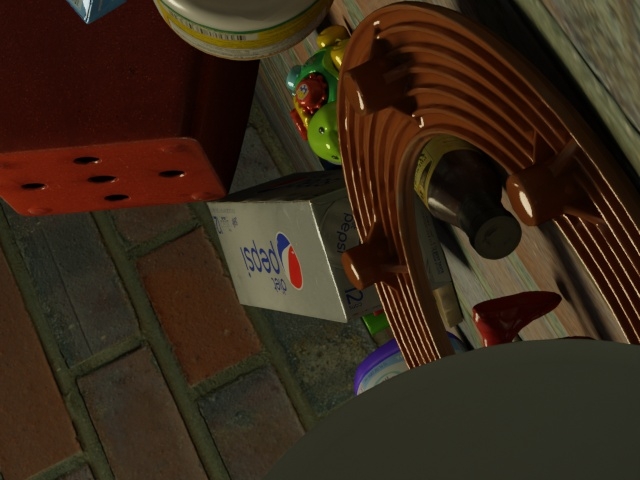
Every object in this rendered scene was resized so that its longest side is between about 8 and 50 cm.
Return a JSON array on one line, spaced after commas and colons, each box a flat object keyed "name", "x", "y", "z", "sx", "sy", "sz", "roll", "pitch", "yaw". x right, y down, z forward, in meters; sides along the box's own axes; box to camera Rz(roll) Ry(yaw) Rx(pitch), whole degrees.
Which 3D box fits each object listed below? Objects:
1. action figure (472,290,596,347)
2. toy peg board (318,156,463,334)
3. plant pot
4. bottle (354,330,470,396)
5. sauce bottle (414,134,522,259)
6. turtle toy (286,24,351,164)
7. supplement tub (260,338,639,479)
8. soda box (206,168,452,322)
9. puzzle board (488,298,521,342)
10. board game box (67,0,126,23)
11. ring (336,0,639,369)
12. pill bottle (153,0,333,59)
[{"name": "action figure", "x": 0.157, "y": 0.166, "z": 0.986, "sx": 0.091, "sy": 0.139, "sz": 0.280, "roll": -114, "pitch": 20, "yaw": -66}, {"name": "toy peg board", "x": 0.044, "y": -0.005, "z": 1.578, "sx": 0.161, "sy": 0.079, "sz": 0.160, "roll": 61, "pitch": 178, "yaw": 26}, {"name": "plant pot", "x": -0.178, "y": -0.158, "z": 1.486, "sx": 0.267, "sy": 0.267, "sz": 0.235, "roll": 67, "pitch": -163, "yaw": -75}, {"name": "bottle", "x": 0.115, "y": 0.179, "z": 1.618, "sx": 0.092, "sy": 0.118, "sz": 0.283, "roll": 64, "pitch": 179, "yaw": -28}, {"name": "sauce bottle", "x": 0.070, "y": -0.033, "z": 0.970, "sx": 0.042, "sy": 0.042, "sz": 0.128, "roll": 64, "pitch": 178, "yaw": -32}, {"name": "turtle toy", "x": 0.015, "y": -0.091, "z": 1.290, "sx": 0.095, "sy": 0.066, "sz": 0.130, "roll": 63, "pitch": 178, "yaw": -20}, {"name": "supplement tub", "x": 0.087, "y": 0.212, "z": 0.611, "sx": 0.325, "sy": 0.235, "sz": 0.235, "roll": 78, "pitch": 167, "yaw": -45}, {"name": "soda box", "x": 0.000, "y": 0.000, "z": 1.459, "sx": 0.286, "sy": 0.091, "sz": 0.098, "roll": 1, "pitch": 110, "yaw": 72}, {"name": "puzzle board", "x": 0.153, "y": 0.113, "z": 1.291, "sx": 0.128, "sy": 0.011, "sz": 0.096, "roll": 64, "pitch": 177, "yaw": -35}, {"name": "board game box", "x": -0.156, "y": -0.248, "z": 1.064, "sx": 0.160, "sy": 0.039, "sz": 0.211, "roll": 49, "pitch": 151, "yaw": 13}, {"name": "ring", "x": 0.086, "y": 0.058, "z": 0.791, "sx": 0.336, "sy": 0.032, "sz": 0.336, "roll": 57, "pitch": 162, "yaw": 29}, {"name": "pill bottle", "x": -0.044, "y": -0.165, "z": 1.045, "sx": 0.117, "sy": 0.118, "sz": 0.208, "roll": 62, "pitch": 178, "yaw": 1}]
